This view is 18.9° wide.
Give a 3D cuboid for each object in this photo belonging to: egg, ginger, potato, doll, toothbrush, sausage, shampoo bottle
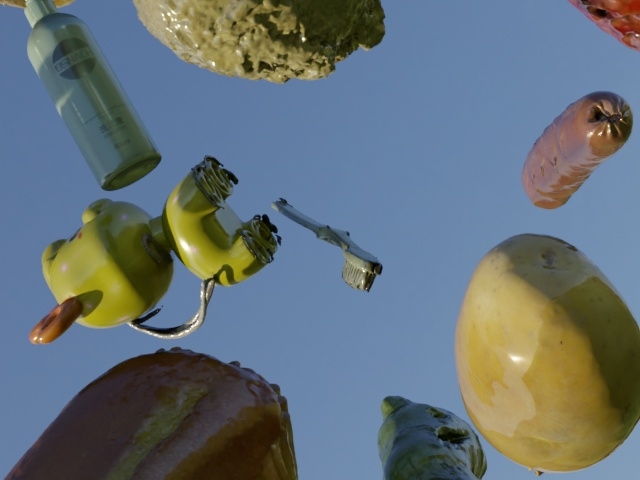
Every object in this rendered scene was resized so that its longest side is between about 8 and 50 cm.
[{"bbox_3d":[-0.034,-0.142,1.052,0.140,0.118,0.116,-6,-3,-17],"label":"egg"},{"bbox_3d":[0.106,0.211,1.583,0.089,0.137,0.290,-58,19,10],"label":"ginger"},{"bbox_3d":[0.168,0.089,1.400,0.234,0.150,0.146,65,-137,-66],"label":"potato"},{"bbox_3d":[-0.154,0.022,1.638,0.221,0.135,0.143,-33,10,14],"label":"doll"},{"bbox_3d":[0.002,-0.006,1.570,0.294,0.026,0.028,-135,64,-70],"label":"toothbrush"},{"bbox_3d":[0.308,-0.109,2.373,0.088,0.088,0.433,-47,-4,-12],"label":"sausage"},{"bbox_3d":[-0.194,-0.133,1.512,0.056,0.195,0.056,-30,-12,-7],"label":"shampoo bottle"}]

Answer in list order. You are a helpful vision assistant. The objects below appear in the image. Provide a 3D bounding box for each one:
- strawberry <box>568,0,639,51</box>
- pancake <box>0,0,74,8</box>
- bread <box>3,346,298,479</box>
[{"bbox_3d":[0.274,-0.287,1.852,0.150,0.253,0.280,-48,-29,-27],"label":"strawberry"},{"bbox_3d":[-0.258,-0.251,1.601,0.158,0.158,0.028,101,-177,-46],"label":"pancake"},{"bbox_3d":[-0.139,0.215,1.494,0.288,0.204,0.156,-49,-38,-32],"label":"bread"}]
